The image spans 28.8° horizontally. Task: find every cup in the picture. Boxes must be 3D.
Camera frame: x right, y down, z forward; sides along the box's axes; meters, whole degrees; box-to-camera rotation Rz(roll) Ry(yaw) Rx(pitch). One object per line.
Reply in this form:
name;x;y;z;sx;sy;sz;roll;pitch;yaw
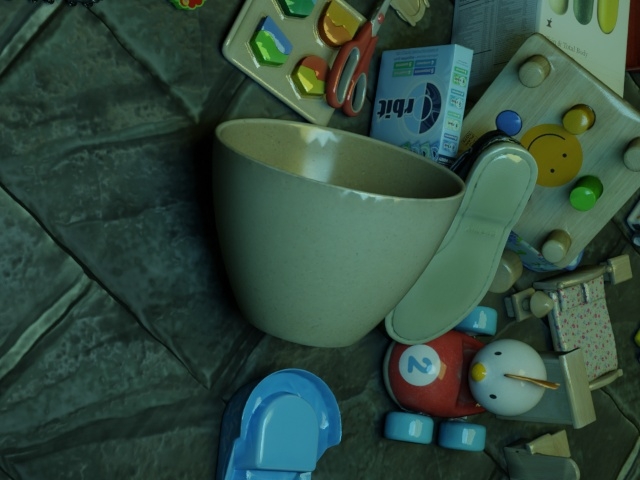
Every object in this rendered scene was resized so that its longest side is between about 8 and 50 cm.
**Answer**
cup;0.000;0.000;1.628;0.331;0.331;0.237;2;110;-37

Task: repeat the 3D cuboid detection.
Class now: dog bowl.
dog bowl;-0.065;0.320;1.677;0.166;0.074;0.297;11;81;-36

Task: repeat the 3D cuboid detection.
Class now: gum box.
gum box;0.139;-0.186;1.801;0.041;0.157;0.184;11;87;-39

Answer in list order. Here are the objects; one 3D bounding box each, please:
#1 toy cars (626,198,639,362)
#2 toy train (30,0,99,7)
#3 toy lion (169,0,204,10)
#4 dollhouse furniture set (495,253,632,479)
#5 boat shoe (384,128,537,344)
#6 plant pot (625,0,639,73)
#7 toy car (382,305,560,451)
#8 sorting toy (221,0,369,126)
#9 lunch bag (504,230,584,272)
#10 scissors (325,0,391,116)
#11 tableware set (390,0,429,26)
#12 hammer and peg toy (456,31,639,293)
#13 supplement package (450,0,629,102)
toy cars;0.638;0.107;2.216;0.176;0.087;0.394;-3;89;-38
toy train;-0.339;-0.313;1.540;0.158;0.027;0.036;-2;77;-37
toy lion;-0.179;-0.362;1.664;0.096;0.034;0.100;45;62;-34
dollhouse furniture set;0.458;0.205;2.019;0.355;0.173;0.303;-17;97;-37
boat shoe;0.184;-0.010;1.742;0.127;0.113;0.340;14;119;-16
plant pot;0.707;-0.422;2.214;0.235;0.267;0.267;10;81;-49
toy car;0.233;0.194;1.808;0.210;0.238;0.219;15;78;-36
sorting toy;-0.025;-0.287;1.769;0.208;0.038;0.193;37;66;-30
lunch bag;0.341;-0.060;2.002;0.219;0.090;0.176;30;67;-33
scissors;0.076;-0.316;1.820;0.109;0.021;0.297;42;66;-58
tableware set;0.147;-0.424;1.920;0.169;0.020;0.141;-46;113;-30
hammer and peg toy;0.291;-0.090;1.797;0.266;0.361;0.127;40;29;3
supplement package;0.345;-0.348;1.953;0.199;0.198;0.263;13;79;-35
